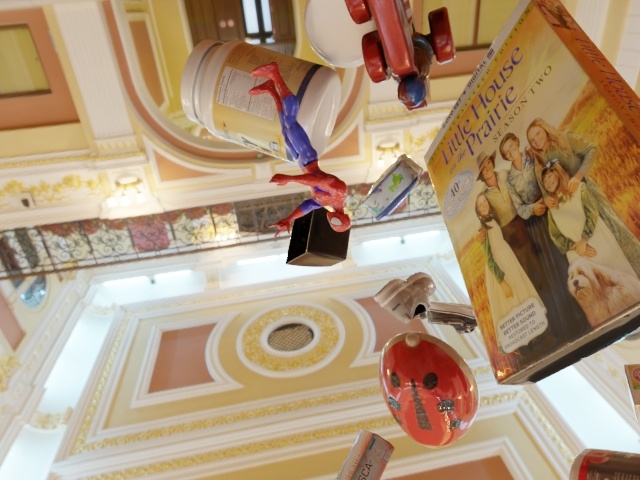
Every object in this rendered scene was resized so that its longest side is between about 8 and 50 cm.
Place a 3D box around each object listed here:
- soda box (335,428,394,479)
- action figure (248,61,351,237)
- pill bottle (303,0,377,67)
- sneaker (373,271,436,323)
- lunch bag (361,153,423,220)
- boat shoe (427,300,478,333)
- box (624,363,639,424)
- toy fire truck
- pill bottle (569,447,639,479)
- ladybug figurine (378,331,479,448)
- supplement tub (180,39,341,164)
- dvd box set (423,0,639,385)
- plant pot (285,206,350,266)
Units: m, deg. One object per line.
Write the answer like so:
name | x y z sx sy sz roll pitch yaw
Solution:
soda box | 0.072 0.472 0.853 0.183 0.058 0.063 -55 -172 -23
action figure | -0.057 -0.121 0.680 0.139 0.280 0.091 -32 177 -13
pill bottle | 0.067 -0.538 1.059 0.204 0.204 0.361 -3 -154 6
sneaker | 0.240 0.161 1.137 0.281 0.105 0.115 -6 -126 -54
lunch bag | 0.205 -0.155 1.248 0.090 0.176 0.219 43 -156 -3
boat shoe | 0.506 0.280 1.524 0.108 0.102 0.301 4 179 -45
box | 0.827 0.349 0.988 0.203 0.114 0.103 -15 -140 31
toy fire truck | 0.139 -0.362 0.760 0.169 0.302 0.254 -9 -136 23
pill bottle | 0.678 0.511 0.832 0.176 0.176 0.318 -26 177 -33
ladybug figurine | 0.324 0.477 1.335 0.305 0.449 0.162 -10 -153 28
supplement tub | -0.133 -0.322 1.002 0.316 0.228 0.228 20 -146 10
dvd box set | 0.271 -0.068 0.563 0.062 0.307 0.420 5 -126 -16
plant pot | 0.000 0.000 1.528 0.167 0.188 0.187 17 158 -22
